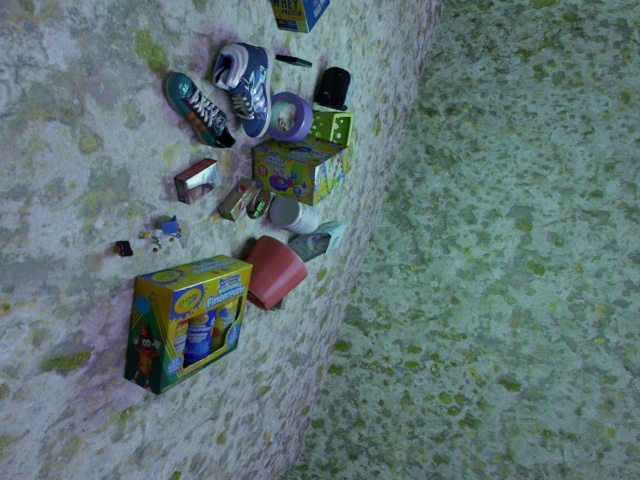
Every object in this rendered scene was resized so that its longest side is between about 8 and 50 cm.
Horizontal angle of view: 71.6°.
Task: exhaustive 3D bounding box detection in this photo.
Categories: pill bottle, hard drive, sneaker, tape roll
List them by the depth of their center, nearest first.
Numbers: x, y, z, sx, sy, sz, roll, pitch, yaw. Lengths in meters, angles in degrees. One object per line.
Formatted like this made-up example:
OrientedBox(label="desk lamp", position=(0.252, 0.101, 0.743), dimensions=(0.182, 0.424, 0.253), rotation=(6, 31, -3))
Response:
OrientedBox(label="sneaker", position=(-0.355, -0.394, 1.370), dimensions=(0.108, 0.121, 0.302), rotation=(-66, 158, -18))
OrientedBox(label="sneaker", position=(-0.281, -0.496, 1.499), dimensions=(0.236, 0.130, 0.322), rotation=(-27, 136, -49))
OrientedBox(label="tape roll", position=(-0.131, -0.485, 1.759), dimensions=(0.080, 0.189, 0.188), rotation=(-7, 112, -67))
OrientedBox(label="hard drive", position=(-0.104, -0.718, 1.777), dimensions=(0.135, 0.094, 0.022), rotation=(-24, 127, -63))
OrientedBox(label="pill bottle", position=(-0.114, -0.115, 2.124), dimensions=(0.283, 0.161, 0.160), rotation=(23, 85, -68))

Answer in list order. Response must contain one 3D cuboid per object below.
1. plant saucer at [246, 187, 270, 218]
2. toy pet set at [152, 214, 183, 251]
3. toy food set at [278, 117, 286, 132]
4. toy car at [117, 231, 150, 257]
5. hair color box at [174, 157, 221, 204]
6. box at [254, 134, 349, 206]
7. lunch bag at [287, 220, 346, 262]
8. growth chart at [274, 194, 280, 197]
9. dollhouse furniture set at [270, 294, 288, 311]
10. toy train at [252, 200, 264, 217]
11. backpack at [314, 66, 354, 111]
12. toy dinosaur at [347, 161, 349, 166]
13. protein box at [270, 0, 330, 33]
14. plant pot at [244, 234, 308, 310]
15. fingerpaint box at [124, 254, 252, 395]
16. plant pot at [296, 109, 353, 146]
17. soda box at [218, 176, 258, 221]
OrientedBox(label="plant saucer", position=(-0.260, -0.169, 1.908), dimensions=(0.168, 0.029, 0.168), rotation=(-51, 151, -43))
OrientedBox(label="toy pet set", position=(-0.477, -0.025, 1.431), dimensions=(0.122, 0.065, 0.114), rotation=(-46, 146, -50))
OrientedBox(label="toy food set", position=(-0.171, -0.476, 1.899), dimensions=(0.083, 0.020, 0.082), rotation=(-67, 158, -16))
OrientedBox(label="toy car", position=(-0.547, 0.020, 1.313), dimensions=(0.040, 0.060, 0.122), rotation=(-48, 168, 36))
OrientedBox(label="hair color box", position=(-0.406, -0.200, 1.488), dimensions=(0.167, 0.054, 0.093), rotation=(-48, 149, -45))
OrientedBox(label="box", position=(-0.079, -0.309, 1.842), dimensions=(0.279, 0.290, 0.176), rotation=(-41, 145, -48))
OrientedBox(label="lunch bag", position=(0.000, 0.000, 2.338), dimensions=(0.160, 0.263, 0.223), rotation=(62, 29, -2))
OrientedBox(label="growth chart", position=(-0.144, -0.301, 2.101), dimensions=(0.172, 0.021, 0.237), rotation=(12, 95, -69))
OrientedBox(label="dollhouse furniture set", position=(-0.199, 0.251, 2.196), dimensions=(0.242, 0.161, 0.211), rotation=(5, 101, -68))
OrientedBox(label="toy train", position=(-0.262, -0.134, 1.867), dimensions=(0.083, 0.017, 0.023), rotation=(-63, 146, -23))
OrientedBox(label="backpack", position=(0.078, -0.725, 2.121), dimensions=(0.144, 0.166, 0.188), rotation=(-25, 132, -64))
OrientedBox(label="toy dinosaur", position=(0.026, -0.359, 2.362), dimensions=(0.295, 0.127, 0.200), rotation=(-50, -171, -14))
OrientedBox(label="protein box", position=(-0.078, -0.916, 1.630), dimensions=(0.199, 0.136, 0.201), rotation=(-63, 157, -23))
OrientedBox(label="plant pot", position=(-0.231, 0.155, 1.940), dimensions=(0.243, 0.275, 0.274), rotation=(-51, 152, -24))
OrientedBox(label="fingerpaint box", position=(-0.451, 0.275, 1.590), dimensions=(0.445, 0.163, 0.370), rotation=(-16, 121, -65))
OrientedBox(label="plant pot", position=(0.005, -0.495, 2.062), dimensions=(0.228, 0.207, 0.226), rotation=(-31, 134, -61))
OrientedBox(label="soda box", position=(-0.318, -0.160, 1.723), dimensions=(0.181, 0.062, 0.058), rotation=(-59, 156, -31))
